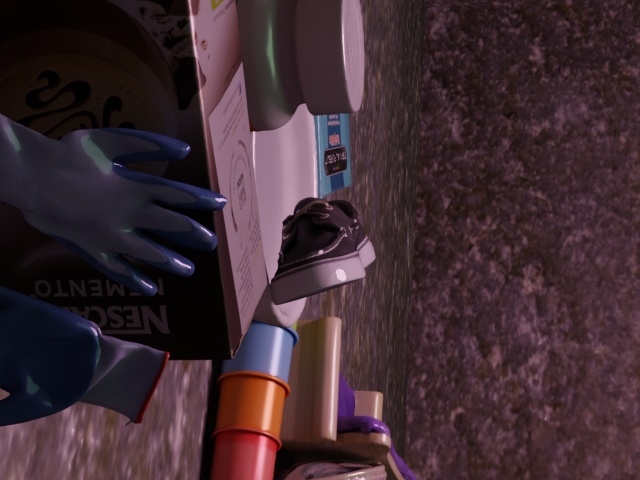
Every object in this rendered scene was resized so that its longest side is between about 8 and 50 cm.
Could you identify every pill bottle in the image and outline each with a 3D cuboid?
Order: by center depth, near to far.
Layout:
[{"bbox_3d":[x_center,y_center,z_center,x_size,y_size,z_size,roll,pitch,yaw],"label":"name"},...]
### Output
[{"bbox_3d":[-0.083,-0.140,0.997,0.121,0.221,0.121,-1,90,-80],"label":"pill bottle"}]

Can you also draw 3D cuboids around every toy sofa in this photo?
[{"bbox_3d":[0.023,0.218,1.670,0.362,0.177,0.150,62,28,-66],"label":"toy sofa"}]

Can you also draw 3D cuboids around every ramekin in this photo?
[{"bbox_3d":[-0.092,-0.060,1.186,0.277,0.135,0.277,-1,90,-79],"label":"ramekin"}]

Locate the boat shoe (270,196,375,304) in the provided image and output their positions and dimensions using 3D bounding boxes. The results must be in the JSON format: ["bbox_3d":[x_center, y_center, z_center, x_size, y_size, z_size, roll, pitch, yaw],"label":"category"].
[{"bbox_3d":[0.000,0.000,1.114,0.228,0.080,0.076,-29,100,-75],"label":"boat shoe"}]

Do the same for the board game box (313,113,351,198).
[{"bbox_3d":[-0.021,-0.229,1.760,0.254,0.079,0.336,-29,118,-79],"label":"board game box"}]

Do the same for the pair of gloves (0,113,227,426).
[{"bbox_3d":[-0.148,0.023,0.763,0.198,0.159,0.023,-68,-159,6],"label":"pair of gloves"}]

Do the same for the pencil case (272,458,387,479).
[{"bbox_3d":[-0.013,0.454,1.498,0.160,0.184,0.410,165,-75,-71],"label":"pencil case"}]

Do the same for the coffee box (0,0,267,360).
[{"bbox_3d":[-0.138,-0.080,0.842,0.119,0.168,0.297,-68,154,-66],"label":"coffee box"}]

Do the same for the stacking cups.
[{"bbox_3d":[-0.063,0.131,1.438,0.096,0.096,0.316,69,22,-61],"label":"stacking cups"}]
